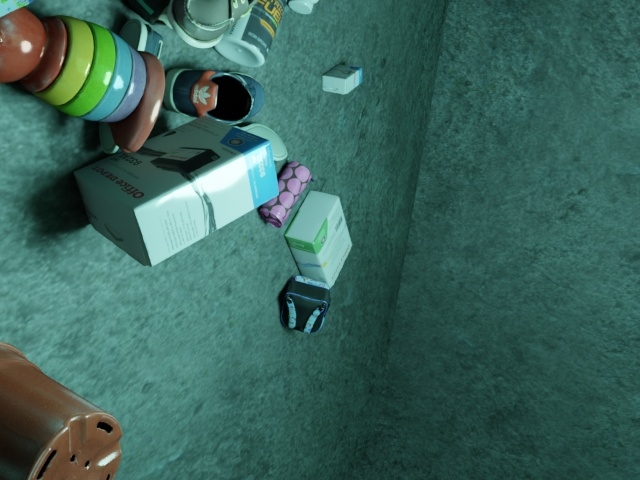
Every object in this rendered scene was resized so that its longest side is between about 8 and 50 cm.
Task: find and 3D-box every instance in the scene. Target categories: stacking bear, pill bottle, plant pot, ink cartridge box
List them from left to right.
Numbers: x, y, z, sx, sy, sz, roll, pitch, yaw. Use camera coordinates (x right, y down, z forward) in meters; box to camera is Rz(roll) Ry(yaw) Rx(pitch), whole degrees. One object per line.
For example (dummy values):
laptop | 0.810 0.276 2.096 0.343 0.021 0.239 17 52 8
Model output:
plant pot | -0.487 0.329 0.975 0.272 0.265 0.273 -45 142 -51
stacking bear | -0.405 -0.275 0.948 0.164 0.175 0.289 -51 148 16
ink cartridge box | -0.271 -0.108 1.161 0.307 0.223 0.129 -33 134 -33
pill bottle | -0.151 -0.539 1.392 0.130 0.130 0.246 39 67 -65
pill bottle | -0.033 -0.693 1.620 0.086 0.086 0.152 31 75 -66
ink cartridge box | 0.000 0.000 2.065 0.201 0.117 0.278 -62 153 -28
ink cartridge box | 0.071 -0.521 1.951 0.122 0.088 0.052 -49 146 -46

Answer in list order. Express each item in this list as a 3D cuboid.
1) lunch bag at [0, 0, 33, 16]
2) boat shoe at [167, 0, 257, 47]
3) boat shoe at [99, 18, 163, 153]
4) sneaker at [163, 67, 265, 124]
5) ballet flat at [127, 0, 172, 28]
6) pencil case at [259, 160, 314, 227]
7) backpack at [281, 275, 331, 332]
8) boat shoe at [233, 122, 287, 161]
lunch bag | -0.473 -0.353 0.776 0.129 0.151 0.096 -54 -173 -38
boat shoe | -0.188 -0.471 1.169 0.116 0.096 0.324 48 34 -18
boat shoe | -0.353 -0.282 1.141 0.079 0.095 0.255 15 80 -56
sneaker | -0.197 -0.321 1.391 0.350 0.148 0.131 -25 126 -61
ballet flat | -0.267 -0.451 1.218 0.095 0.096 0.280 -46 168 31
pencil case | -0.102 -0.133 1.800 0.209 0.095 0.098 -59 176 -29
backpack | -0.052 0.226 2.047 0.117 0.158 0.173 -75 179 -50
boat shoe | -0.188 -0.233 1.546 0.114 0.091 0.302 61 24 10
